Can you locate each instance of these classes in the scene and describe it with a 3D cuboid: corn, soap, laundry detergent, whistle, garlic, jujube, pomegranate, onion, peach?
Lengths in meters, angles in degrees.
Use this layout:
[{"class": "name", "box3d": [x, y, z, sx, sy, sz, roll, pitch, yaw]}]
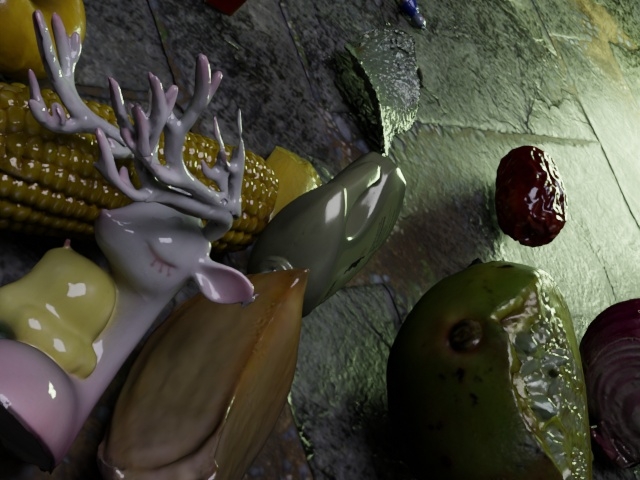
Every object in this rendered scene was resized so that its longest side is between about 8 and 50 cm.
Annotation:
[{"class": "corn", "box3d": [-0.199, -0.062, 0.988, 0.387, 0.144, 0.143, 10, 57, -39]}, {"class": "soap", "box3d": [-0.044, -0.068, 1.228, 0.089, 0.033, 0.168, 43, 40, -19]}, {"class": "laundry detergent", "box3d": [0.000, 0.000, 1.102, 0.091, 0.181, 0.253, 37, 32, 11]}, {"class": "whistle", "box3d": [0.150, -0.382, 1.643, 0.083, 0.029, 0.033, 56, 3, -7]}, {"class": "garlic", "box3d": [-0.116, 0.153, 0.876, 0.151, 0.196, 0.338, 32, 33, 1]}, {"class": "jujube", "box3d": [0.326, -0.073, 1.541, 0.112, 0.109, 0.176, 68, 22, -43]}, {"class": "pomegranate", "box3d": [0.200, 0.200, 1.168, 0.358, 0.216, 0.309, 58, 27, -49]}, {"class": "onion", "box3d": [0.495, 0.194, 1.438, 0.230, 0.272, 0.256, 60, 5, 23]}, {"class": "peach", "box3d": [-0.322, -0.247, 1.010, 0.179, 0.103, 0.179, 45, 25, -28]}]

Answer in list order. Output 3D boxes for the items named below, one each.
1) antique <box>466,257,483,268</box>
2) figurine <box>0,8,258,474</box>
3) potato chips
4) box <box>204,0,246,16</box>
[{"class": "antique", "box3d": [0.282, 0.103, 1.446, 0.192, 0.015, 0.031, 49, 40, -8]}, {"class": "figurine", "box3d": [-0.178, 0.001, 0.802, 0.315, 0.206, 0.284, -53, 139, -28]}, {"class": "potato chips", "box3d": [0.096, -0.233, 1.466, 0.167, 0.059, 0.228, 53, 34, -12]}, {"class": "box", "box3d": [-0.105, -0.403, 1.340, 0.048, 0.112, 0.175, 23, 51, -33]}]
